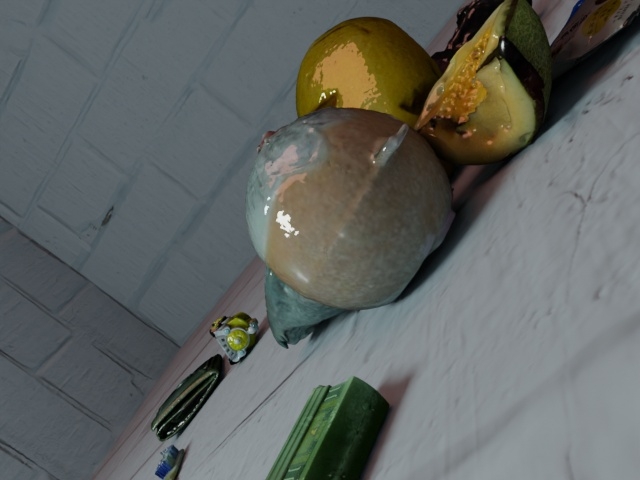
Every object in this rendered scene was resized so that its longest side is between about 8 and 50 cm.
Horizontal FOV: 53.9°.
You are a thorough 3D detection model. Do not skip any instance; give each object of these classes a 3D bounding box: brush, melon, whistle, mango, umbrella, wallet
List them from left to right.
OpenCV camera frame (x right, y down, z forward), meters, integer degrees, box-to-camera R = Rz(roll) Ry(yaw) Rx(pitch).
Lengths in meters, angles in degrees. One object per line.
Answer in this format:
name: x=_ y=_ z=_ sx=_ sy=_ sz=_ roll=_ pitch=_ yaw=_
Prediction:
brush: x=-0.214 y=0.326 z=0.867 sx=0.033 sy=0.030 sz=0.178 roll=-42 pitch=6 yaw=-1
wallet: x=-0.252 y=0.291 z=1.216 sx=0.160 sy=0.055 sz=0.236 roll=-46 pitch=5 yaw=-7
whistle: x=0.000 y=0.000 z=0.599 sx=0.189 sy=0.189 sz=0.348 roll=-57 pitch=-3 yaw=-36
mango: x=0.065 y=-0.151 z=0.721 sx=0.167 sy=0.130 sz=0.262 roll=-49 pitch=49 yaw=11
umbrella: x=0.167 y=-0.208 z=0.832 sx=0.326 sy=0.094 sz=0.090 roll=-52 pitch=-1 yaw=-8
melon: x=0.151 y=-0.135 z=0.525 sx=0.128 sy=0.079 sz=0.160 roll=-66 pitch=6 yaw=-21

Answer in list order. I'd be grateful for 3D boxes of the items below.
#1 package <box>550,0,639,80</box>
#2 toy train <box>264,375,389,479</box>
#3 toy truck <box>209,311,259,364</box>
package: x=0.239 y=-0.196 z=0.540 sx=0.171 sy=0.027 sz=0.173 roll=-55 pitch=8 yaw=-20
toy train: x=0.005 y=0.128 z=0.386 sx=0.056 sy=0.038 sz=0.093 roll=-35 pitch=17 yaw=49
toy truck: x=-0.140 y=0.161 z=1.084 sx=0.077 sy=0.076 sz=0.111 roll=-32 pitch=7 yaw=-1
